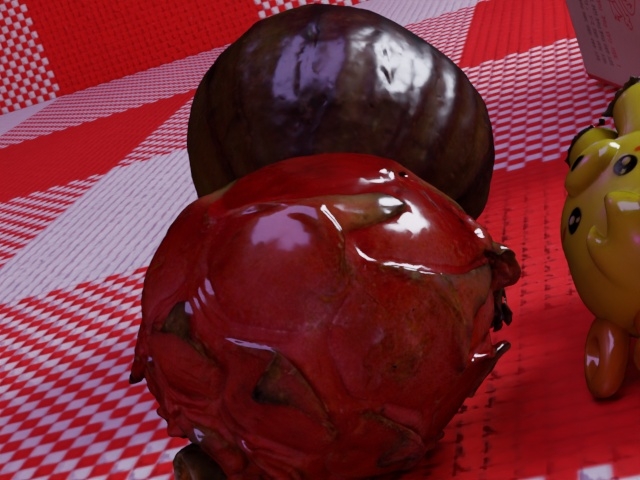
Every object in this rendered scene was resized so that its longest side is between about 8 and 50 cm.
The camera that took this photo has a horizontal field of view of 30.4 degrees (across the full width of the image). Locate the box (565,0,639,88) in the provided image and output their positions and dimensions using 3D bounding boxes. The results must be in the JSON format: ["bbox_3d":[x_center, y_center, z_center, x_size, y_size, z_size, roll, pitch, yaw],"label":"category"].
[{"bbox_3d":[0.377,-0.308,1.030,0.300,0.314,0.312,-22,17,-1],"label":"box"}]

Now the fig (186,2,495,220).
[{"bbox_3d":[0.000,0.000,0.781,0.217,0.217,0.321,-11,47,26],"label":"fig"}]

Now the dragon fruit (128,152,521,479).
[{"bbox_3d":[-0.002,0.041,0.596,0.209,0.172,0.172,-35,22,-21],"label":"dragon fruit"}]

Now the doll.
[{"bbox_3d":[0.190,-0.003,0.638,0.143,0.135,0.221,-47,12,24],"label":"doll"}]
